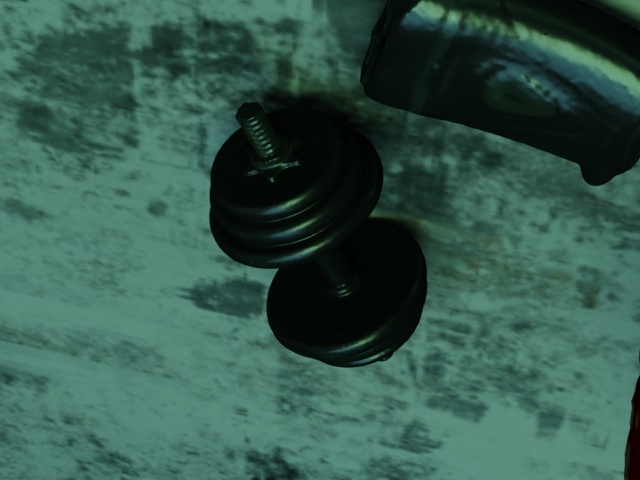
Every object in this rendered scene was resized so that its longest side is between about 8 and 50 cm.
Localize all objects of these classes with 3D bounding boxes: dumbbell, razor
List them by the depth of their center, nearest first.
[{"bbox_3d":[0.099,-0.086,0.922,0.148,0.054,0.090,19,142,-3],"label":"razor"},{"bbox_3d":[0.000,0.000,1.032,0.099,0.099,0.208,-3,138,25],"label":"dumbbell"}]

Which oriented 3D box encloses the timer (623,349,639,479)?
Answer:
[{"bbox_3d":[0.324,0.098,0.817,0.378,0.378,0.279,10,98,9],"label":"timer"}]
